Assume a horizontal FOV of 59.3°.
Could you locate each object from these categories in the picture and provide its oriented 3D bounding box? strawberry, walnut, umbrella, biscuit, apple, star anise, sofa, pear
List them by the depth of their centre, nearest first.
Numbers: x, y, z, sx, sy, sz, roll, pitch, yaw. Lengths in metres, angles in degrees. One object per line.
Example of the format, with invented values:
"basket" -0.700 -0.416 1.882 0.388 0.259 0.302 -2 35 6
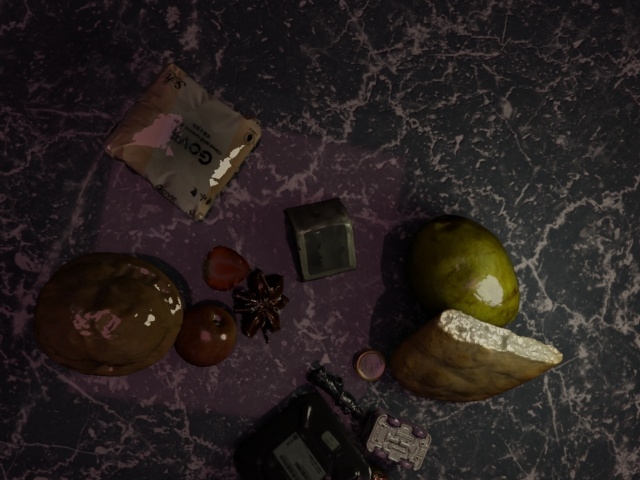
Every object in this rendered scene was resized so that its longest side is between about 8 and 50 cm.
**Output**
"walnut" -0.610 0.215 1.595 0.384 0.383 0.383 0 88 -9
"apple" -0.350 0.288 1.718 0.188 0.188 0.174 40 124 -6
"biscuit" 0.431 0.388 1.745 0.430 0.446 0.103 24 45 -23
"strawberry" -0.288 0.086 1.771 0.187 0.082 0.146 2 90 29
"star anise" -0.198 0.197 1.774 0.190 0.126 0.220 35 75 -50
"pear" 0.448 0.115 1.779 0.352 0.352 0.413 -35 89 -8
"sofa" 0.000 0.000 1.841 0.210 0.176 0.225 -15 119 -9
"umbrella" 0.059 0.498 1.846 0.224 0.080 0.071 46 48 -8

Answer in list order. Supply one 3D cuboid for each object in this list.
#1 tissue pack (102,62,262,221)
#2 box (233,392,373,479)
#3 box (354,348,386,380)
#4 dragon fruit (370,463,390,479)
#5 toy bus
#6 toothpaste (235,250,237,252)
"tissue pack" -0.423 -0.308 1.736 0.376 0.195 0.389 34 84 -19
"box" -0.061 0.688 1.722 0.350 0.091 0.359 -40 59 -5
"box" 0.166 0.414 1.875 0.106 0.037 0.105 0 88 -9
"dragon fruit" 0.112 0.874 1.741 0.315 0.263 0.295 -10 90 -9
"toy bus" 0.236 0.641 1.826 0.203 0.142 0.141 26 85 -8
"toothpaste" -0.277 0.077 1.826 0.020 0.017 0.083 -4 90 -8
